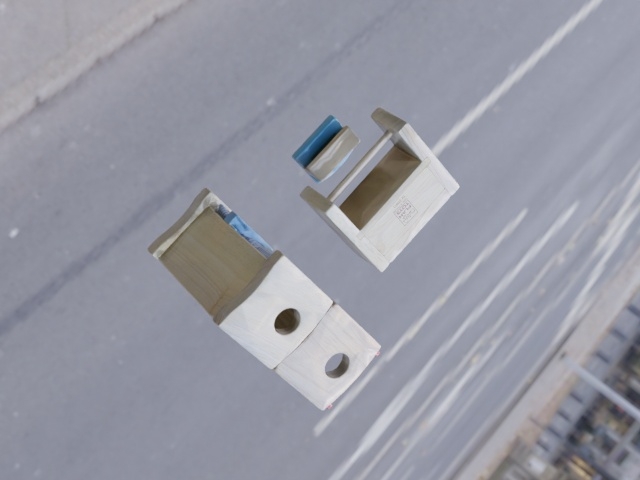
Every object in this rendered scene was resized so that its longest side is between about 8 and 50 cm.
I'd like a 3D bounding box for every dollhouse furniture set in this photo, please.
[{"bbox_3d":[0.000,0.000,0.852,0.183,0.129,0.129,-47,129,-3],"label":"dollhouse furniture set"}]
